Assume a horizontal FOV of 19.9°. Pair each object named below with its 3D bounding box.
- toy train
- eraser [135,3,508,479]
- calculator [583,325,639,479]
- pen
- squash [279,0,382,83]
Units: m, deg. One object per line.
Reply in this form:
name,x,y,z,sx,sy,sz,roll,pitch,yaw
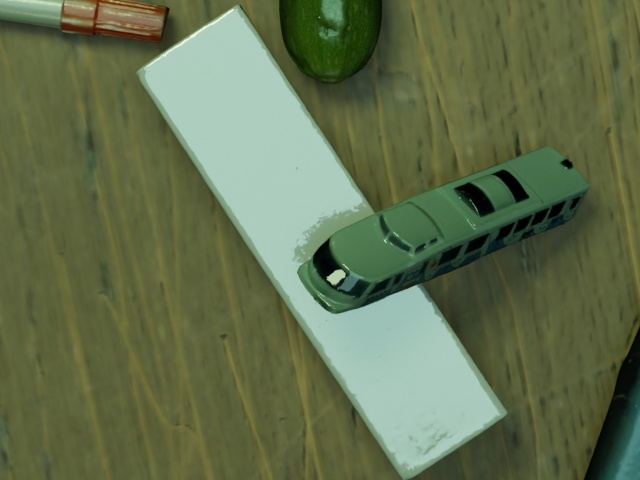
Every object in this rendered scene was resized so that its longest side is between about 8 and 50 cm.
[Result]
toy train,0.074,-0.007,1.084,0.207,0.047,0.043,-22,59,-37
eraser,0.001,0.000,1.126,0.078,0.076,0.298,-33,97,2
calculator,0.274,0.105,1.162,0.173,0.051,0.293,19,96,-5
pen,-0.213,-0.150,1.125,0.239,0.028,0.028,8,96,-3
squash,0.001,-0.210,1.109,0.066,0.066,0.229,-5,95,-2
